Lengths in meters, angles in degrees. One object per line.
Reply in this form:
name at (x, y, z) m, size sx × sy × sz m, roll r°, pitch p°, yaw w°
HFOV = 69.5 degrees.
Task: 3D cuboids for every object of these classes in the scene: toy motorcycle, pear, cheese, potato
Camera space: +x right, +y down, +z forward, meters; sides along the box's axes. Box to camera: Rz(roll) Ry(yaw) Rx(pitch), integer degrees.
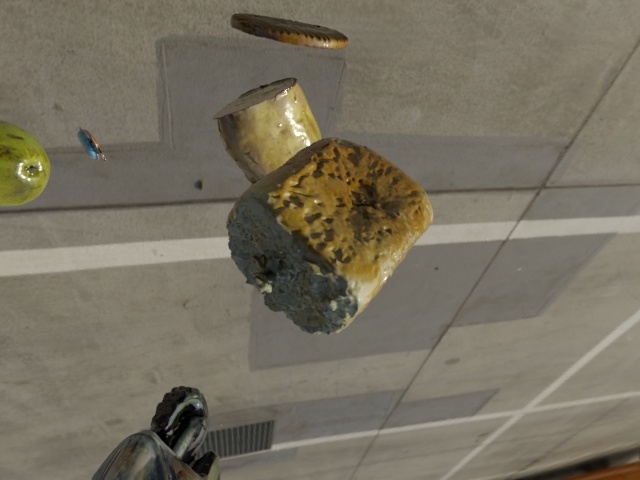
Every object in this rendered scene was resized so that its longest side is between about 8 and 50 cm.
toy motorcycle at (-0.167, 0.295, 0.472) m, size 0.106 × 0.270 × 0.159 m, roll 1°, pitch 173°, yaw 12°
pear at (-0.773, -0.182, 1.104) m, size 0.269 × 0.212 × 0.212 m, roll 6°, pitch 145°, yaw 20°
cheese at (-0.664, -0.277, 1.342) m, size 0.037 × 0.256 × 0.106 m, roll -33°, pitch 121°, yaw -23°
potato at (-0.100, -0.214, 1.058) m, size 0.229 × 0.229 × 0.266 m, roll -22°, pitch 121°, yaw 7°

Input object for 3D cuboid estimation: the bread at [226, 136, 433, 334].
bread at (0.000, 0.000, 0.578) m, size 0.246 × 0.195 × 0.176 m, roll -42°, pitch 170°, yaw -42°

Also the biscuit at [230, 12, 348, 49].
biscuit at (-0.080, -0.555, 1.218) m, size 0.318 × 0.318 × 0.040 m, roll 0°, pitch 120°, yaw -19°
